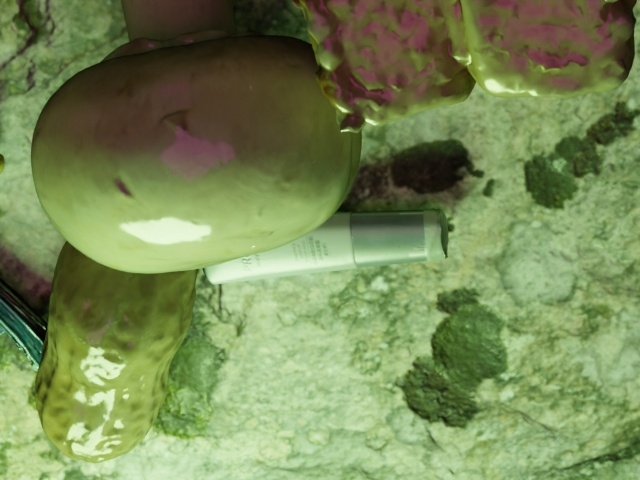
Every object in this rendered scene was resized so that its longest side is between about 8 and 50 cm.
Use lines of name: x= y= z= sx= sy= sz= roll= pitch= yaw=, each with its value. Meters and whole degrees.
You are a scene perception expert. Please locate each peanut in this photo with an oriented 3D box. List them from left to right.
peanut: x=-0.214 y=0.096 z=1.724 sx=0.143 sy=0.159 sz=0.291 roll=29 pitch=116 yaw=20

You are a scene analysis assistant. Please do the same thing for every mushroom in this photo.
mushroom: x=-0.125 y=-0.139 z=1.539 sx=0.314 sy=0.314 sz=0.336 roll=-18 pitch=80 yaw=13

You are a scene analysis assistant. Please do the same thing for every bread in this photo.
bread: x=0.093 y=-0.323 z=1.384 sx=0.279 sy=0.390 sz=0.371 roll=-13 pitch=113 yaw=6

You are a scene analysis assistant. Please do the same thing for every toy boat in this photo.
toy boat: x=-0.335 y=0.081 z=1.779 sx=0.061 sy=0.060 sz=0.137 roll=-46 pitch=110 yaw=2

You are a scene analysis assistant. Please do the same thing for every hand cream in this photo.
hand cream: x=0.000 y=0.000 z=1.716 sx=0.255 sy=0.048 sz=0.079 roll=-5 pitch=112 yaw=10

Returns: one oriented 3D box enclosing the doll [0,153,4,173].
doll: x=-0.462 y=-0.083 z=1.706 sx=0.291 sy=0.086 sz=0.117 roll=3 pitch=154 yaw=2
